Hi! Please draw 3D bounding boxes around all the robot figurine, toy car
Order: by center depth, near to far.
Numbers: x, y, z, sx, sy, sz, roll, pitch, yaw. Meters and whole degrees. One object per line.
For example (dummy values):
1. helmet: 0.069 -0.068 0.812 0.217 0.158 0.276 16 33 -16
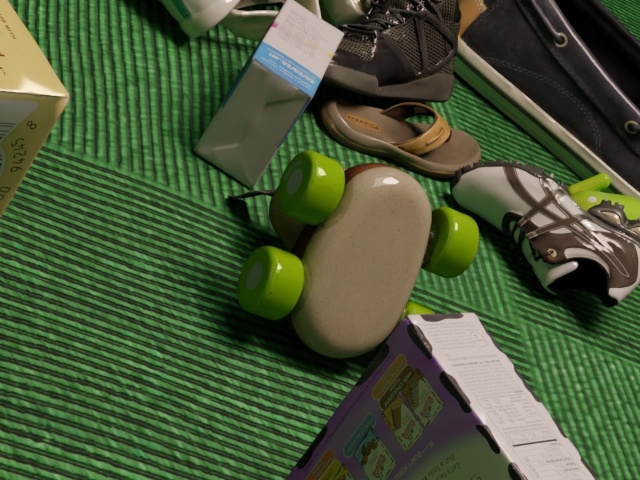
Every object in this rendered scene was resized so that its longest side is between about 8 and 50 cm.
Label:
1. toy car: 0.000 0.000 1.314 0.155 0.149 0.188 22 3 -29
2. robot figurine: 0.271 -0.013 1.627 0.115 0.067 0.101 6 54 -41

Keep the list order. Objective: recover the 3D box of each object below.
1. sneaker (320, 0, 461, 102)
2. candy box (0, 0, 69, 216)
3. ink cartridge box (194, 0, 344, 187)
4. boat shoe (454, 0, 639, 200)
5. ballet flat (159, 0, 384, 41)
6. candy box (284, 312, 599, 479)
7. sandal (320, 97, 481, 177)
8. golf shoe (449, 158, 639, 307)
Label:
1. sneaker: 0.056 -0.199 1.601 0.087 0.130 0.227 21 16 39
2. candy box: -0.259 -0.015 0.832 0.088 0.316 0.183 3 43 -45
3. ink cartridge box: -0.038 -0.135 1.449 0.062 0.104 0.181 32 30 -6
4. boat shoe: 0.357 -0.125 1.794 0.500 0.156 0.187 38 28 3
5. ballet flat: -0.018 -0.255 1.649 0.139 0.139 0.400 48 36 21
6. candy box: 0.085 0.172 1.069 0.070 0.165 0.196 -1 46 -45
7. sandal: 0.083 -0.104 1.585 0.180 0.049 0.072 15 35 -32
8. golf shoe: 0.200 -0.006 1.534 0.198 0.077 0.094 21 58 15
